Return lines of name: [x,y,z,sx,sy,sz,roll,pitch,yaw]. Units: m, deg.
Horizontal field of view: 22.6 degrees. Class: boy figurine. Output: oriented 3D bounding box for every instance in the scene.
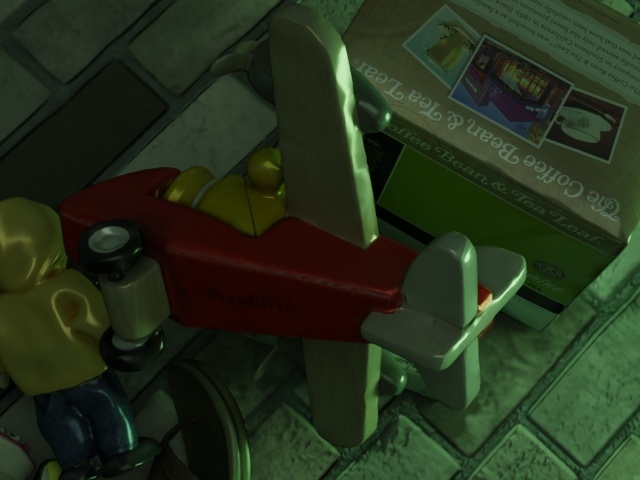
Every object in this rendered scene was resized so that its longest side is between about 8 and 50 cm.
boy figurine: [-0.261,0.097,1.549,0.177,0.092,0.285,-21,92,26]

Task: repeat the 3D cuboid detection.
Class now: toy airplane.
toy airplane: [0.000,0.000,1.449,0.384,0.386,0.272,40,41,-15]

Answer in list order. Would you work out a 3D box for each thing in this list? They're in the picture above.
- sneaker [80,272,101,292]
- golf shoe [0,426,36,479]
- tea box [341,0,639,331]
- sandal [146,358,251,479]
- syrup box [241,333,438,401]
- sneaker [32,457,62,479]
sneaker: [-0.328,0.088,1.639,0.286,0.109,0.130,3,82,1]
golf shoe: [-0.441,0.204,1.575,0.306,0.115,0.140,23,75,1]
tea box: [0.169,-0.110,1.633,0.329,0.323,0.220,30,72,2]
sandal: [-0.126,0.263,1.581,0.086,0.120,0.302,3,73,-26]
syrup box: [0.042,0.084,1.676,0.237,0.096,0.093,18,74,0]
sneaker: [-0.233,0.315,1.588,0.094,0.081,0.208,-12,81,-18]
